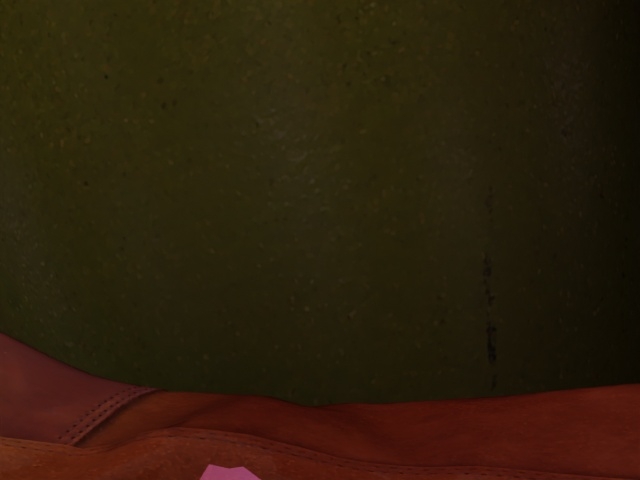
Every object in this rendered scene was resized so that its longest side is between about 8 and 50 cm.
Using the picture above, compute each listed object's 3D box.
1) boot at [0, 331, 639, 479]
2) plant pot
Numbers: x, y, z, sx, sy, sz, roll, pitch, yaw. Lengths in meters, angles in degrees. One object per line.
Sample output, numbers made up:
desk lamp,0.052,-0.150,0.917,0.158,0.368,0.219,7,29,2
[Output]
boot,-0.021,0.099,0.373,0.280,0.096,0.264,5,19,3
plant pot,0.000,0.000,0.661,0.275,0.293,0.275,-13,-4,-1
